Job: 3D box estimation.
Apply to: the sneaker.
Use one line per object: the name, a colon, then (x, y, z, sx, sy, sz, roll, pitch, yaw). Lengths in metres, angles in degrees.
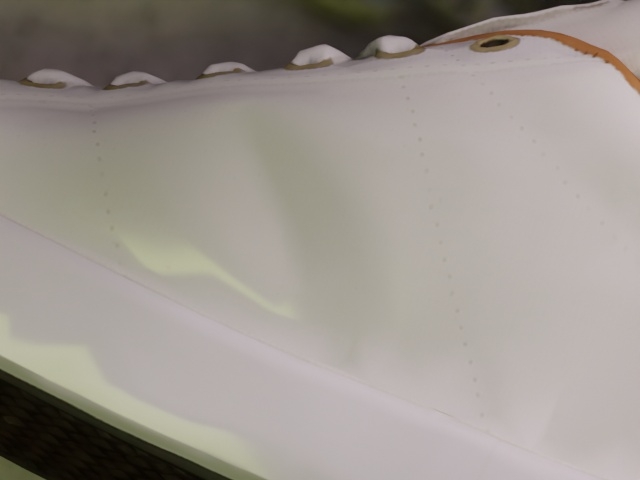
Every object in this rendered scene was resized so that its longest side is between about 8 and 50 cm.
sneaker: (0.000, 0.000, 0.389, 0.290, 0.123, 0.106, 20, 163, 11)
